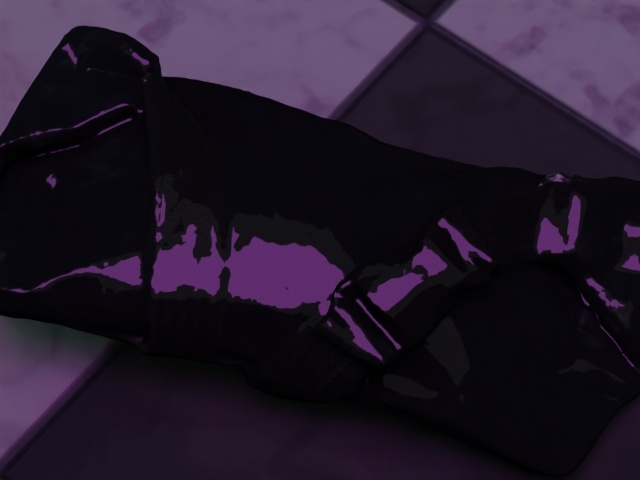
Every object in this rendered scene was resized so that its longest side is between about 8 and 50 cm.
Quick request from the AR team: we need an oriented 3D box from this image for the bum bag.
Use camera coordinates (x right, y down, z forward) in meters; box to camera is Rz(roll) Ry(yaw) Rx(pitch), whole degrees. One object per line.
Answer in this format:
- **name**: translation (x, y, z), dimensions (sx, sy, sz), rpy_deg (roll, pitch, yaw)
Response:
- **bum bag**: translation (0.000, 0.000, 0.651), dimensions (0.248, 0.060, 0.123), rpy_deg (12, 61, 7)
